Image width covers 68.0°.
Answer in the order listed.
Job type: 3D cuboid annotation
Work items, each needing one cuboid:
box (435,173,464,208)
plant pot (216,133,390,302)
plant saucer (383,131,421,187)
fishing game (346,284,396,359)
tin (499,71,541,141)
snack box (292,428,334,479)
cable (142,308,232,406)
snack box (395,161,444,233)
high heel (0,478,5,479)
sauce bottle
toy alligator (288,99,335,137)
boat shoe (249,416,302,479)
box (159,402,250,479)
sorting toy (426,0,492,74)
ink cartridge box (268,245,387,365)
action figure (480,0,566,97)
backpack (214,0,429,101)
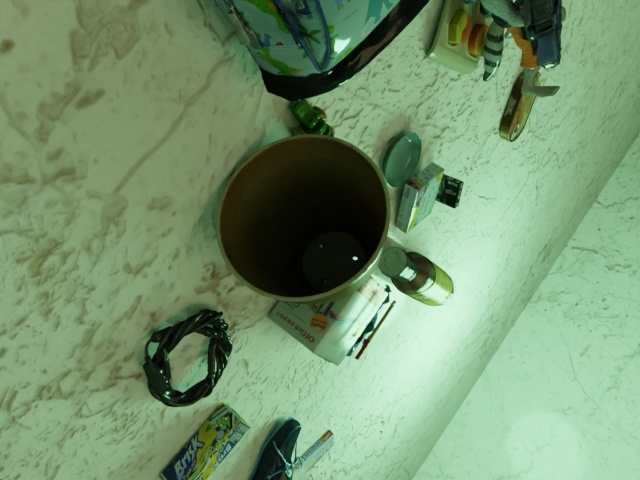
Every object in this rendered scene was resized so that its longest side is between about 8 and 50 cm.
[{"bbox_3d":[0.289,-0.120,1.110,0.018,0.083,0.067,-31,138,-36],"label":"box"},{"bbox_3d":[0.000,0.000,0.741,0.237,0.237,0.254,-54,160,-7],"label":"plant pot"},{"bbox_3d":[0.163,-0.166,0.971,0.119,0.021,0.119,-32,139,-33],"label":"plant saucer"},{"bbox_3d":[0.088,0.173,1.030,0.189,0.041,0.264,-54,-178,-7],"label":"fishing game"},{"bbox_3d":[0.539,-0.362,1.285,0.106,0.040,0.189,-14,126,-41],"label":"tin"},{"bbox_3d":[-0.027,0.613,1.333,0.178,0.022,0.064,-34,138,-32],"label":"snack box"},{"bbox_3d":[-0.207,0.191,0.765,0.151,0.047,0.184,-38,139,-36],"label":"cable"},{"bbox_3d":[0.223,-0.094,1.071,0.100,0.037,0.141,-38,151,-29],"label":"snack box"},{"bbox_3d":[-0.465,0.394,0.555,0.117,0.082,0.243,20,87,-46],"label":"high heel"},{"bbox_3d":[0.241,0.091,1.195,0.344,0.111,0.111,28,93,-54],"label":"sauce bottle"},{"bbox_3d":[-0.012,-0.175,0.713,0.056,0.051,0.189,-52,146,-10],"label":"toy alligator"},{"bbox_3d":[-0.096,0.546,1.133,0.109,0.089,0.258,1,115,-52],"label":"boat shoe"},{"bbox_3d":[-0.215,0.395,0.891,0.169,0.059,0.054,-48,144,-16],"label":"box"},{"bbox_3d":[0.293,-0.436,0.911,0.193,0.038,0.208,-7,122,-49],"label":"sorting toy"},{"bbox_3d":[0.016,0.126,0.914,0.176,0.128,0.127,-55,146,-7],"label":"ink cartridge box"},{"bbox_3d":[0.332,-0.387,0.823,0.330,0.179,0.341,42,53,-48],"label":"action figure"},{"bbox_3d":[-0.012,-0.340,0.444,0.290,0.273,0.355,-47,133,-5],"label":"backpack"}]
